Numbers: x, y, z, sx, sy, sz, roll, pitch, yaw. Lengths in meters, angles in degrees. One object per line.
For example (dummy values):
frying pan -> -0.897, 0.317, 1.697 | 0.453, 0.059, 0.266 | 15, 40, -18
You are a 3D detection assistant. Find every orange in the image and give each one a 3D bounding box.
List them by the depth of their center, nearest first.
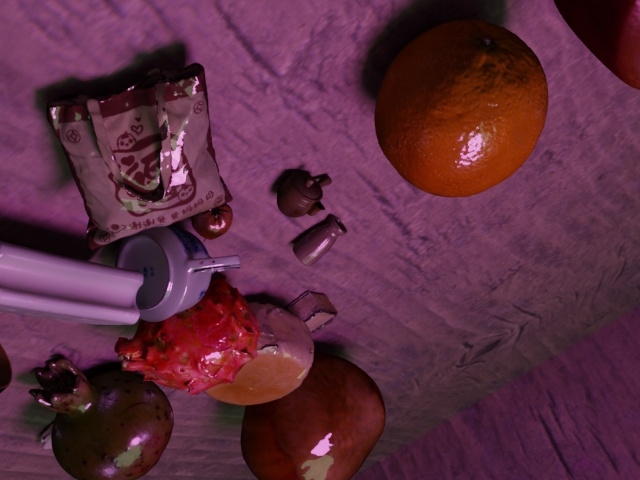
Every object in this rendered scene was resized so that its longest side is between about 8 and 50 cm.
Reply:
orange -> 0.206, -0.194, 1.270 | 0.264, 0.264, 0.264 | -21, 152, -12

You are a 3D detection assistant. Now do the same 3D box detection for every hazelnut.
hazelnut -> -0.026, 0.430, 2.071 | 0.366, 0.366, 0.366 | -21, 152, -12

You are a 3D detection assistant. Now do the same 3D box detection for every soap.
soap -> -0.413, 0.067, 1.275 | 0.160, 0.087, 0.265 | -1, 169, 34

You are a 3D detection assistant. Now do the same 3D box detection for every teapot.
teapot -> -0.235, 0.046, 1.406 | 0.232, 0.159, 0.159 | -9, 165, 34
teapot -> -0.018, -0.076, 1.462 | 0.080, 0.085, 0.110 | -46, 167, 35

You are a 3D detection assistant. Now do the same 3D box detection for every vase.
vase -> 0.000, 0.000, 1.630 | 0.101, 0.053, 0.053 | -40, 150, 16

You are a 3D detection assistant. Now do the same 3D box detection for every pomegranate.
pomegranate -> -0.445, 0.358, 1.700 | 0.306, 0.242, 0.242 | 24, 127, -32

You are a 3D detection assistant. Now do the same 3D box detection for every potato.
potato -> -0.036, 0.165, 1.876 | 0.122, 0.061, 0.086 | -36, 151, 22

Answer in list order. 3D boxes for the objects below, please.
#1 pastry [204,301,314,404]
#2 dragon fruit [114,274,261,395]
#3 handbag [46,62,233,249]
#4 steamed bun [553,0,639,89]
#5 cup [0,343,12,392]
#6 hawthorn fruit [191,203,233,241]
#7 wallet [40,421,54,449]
pastry -> -0.135, 0.237, 1.783 | 0.265, 0.133, 0.265 | -3, 139, -3
dragon fruit -> -0.239, 0.182, 1.571 | 0.268, 0.205, 0.210 | -17, 159, -24
handbag -> -0.232, -0.105, 1.146 | 0.213, 0.127, 0.235 | -17, 136, -11
steamed bun -> 0.456, -0.375, 1.179 | 0.248, 0.235, 0.379 | -23, 152, -9
cup -> -0.617, 0.214, 1.341 | 0.177, 0.166, 0.239 | -34, 153, 6
hawthorn fruit -> -0.180, -0.028, 1.419 | 0.067, 0.067, 0.103 | -16, 163, -20
wallet -> -0.528, 0.425, 1.924 | 0.190, 0.033, 0.095 | 5, 138, -47
